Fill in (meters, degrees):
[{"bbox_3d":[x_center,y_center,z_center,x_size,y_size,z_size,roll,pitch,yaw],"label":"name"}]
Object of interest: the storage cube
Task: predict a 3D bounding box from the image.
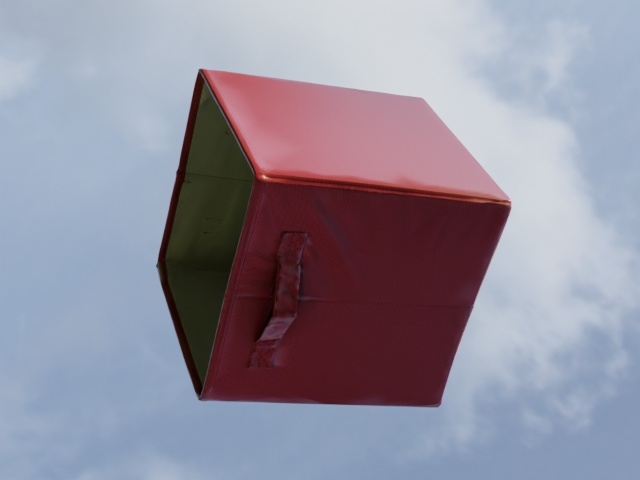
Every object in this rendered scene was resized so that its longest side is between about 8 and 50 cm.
[{"bbox_3d":[0.000,0.000,0.914,0.215,0.193,0.184,-121,-139,-55],"label":"storage cube"}]
